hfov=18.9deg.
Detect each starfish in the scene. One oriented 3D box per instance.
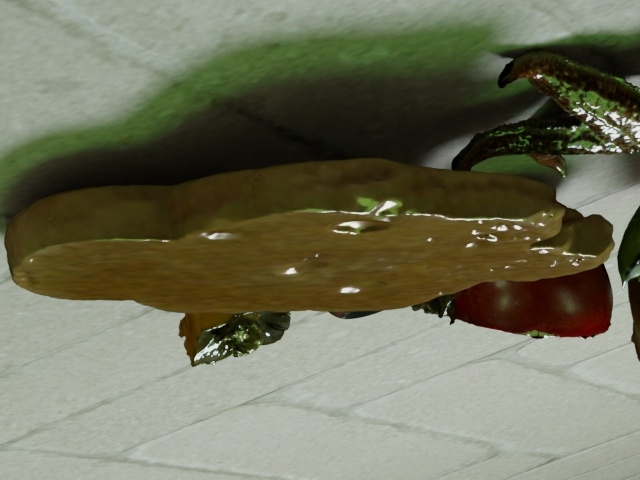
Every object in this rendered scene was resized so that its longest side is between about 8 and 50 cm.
[{"bbox_3d":[0.189,-0.078,1.166,0.238,0.057,0.213,-2,165,-34],"label":"starfish"}]

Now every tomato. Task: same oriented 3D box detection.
[{"bbox_3d":[0.131,0.012,1.336,0.139,0.091,0.159,2,-174,-31],"label":"tomato"}]

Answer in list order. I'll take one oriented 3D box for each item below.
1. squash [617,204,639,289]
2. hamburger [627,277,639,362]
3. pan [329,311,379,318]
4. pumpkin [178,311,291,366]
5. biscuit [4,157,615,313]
[{"bbox_3d":[0.315,-0.055,1.256,0.169,0.093,0.252,6,149,-23],"label":"squash"},{"bbox_3d":[0.317,0.027,1.330,0.237,0.237,0.147,-25,136,27],"label":"hamburger"},{"bbox_3d":[0.033,0.035,1.423,0.068,0.023,0.115,-13,163,-5],"label":"pan"},{"bbox_3d":[-0.059,0.057,1.365,0.074,0.054,0.083,-16,158,-15],"label":"pumpkin"},{"bbox_3d":[0.000,-0.004,1.154,0.376,0.051,0.269,1,167,-17],"label":"biscuit"}]
